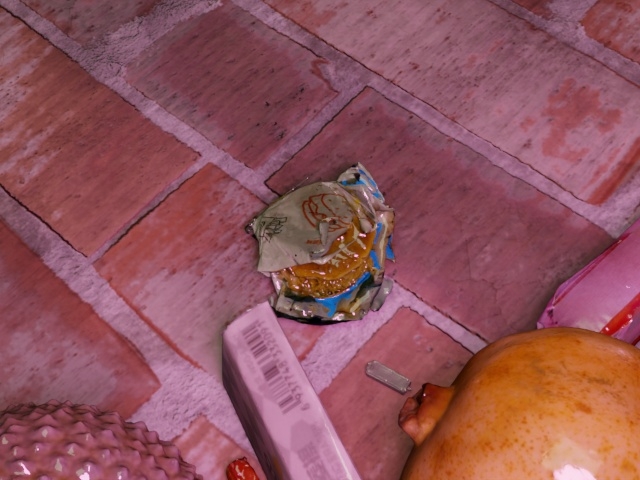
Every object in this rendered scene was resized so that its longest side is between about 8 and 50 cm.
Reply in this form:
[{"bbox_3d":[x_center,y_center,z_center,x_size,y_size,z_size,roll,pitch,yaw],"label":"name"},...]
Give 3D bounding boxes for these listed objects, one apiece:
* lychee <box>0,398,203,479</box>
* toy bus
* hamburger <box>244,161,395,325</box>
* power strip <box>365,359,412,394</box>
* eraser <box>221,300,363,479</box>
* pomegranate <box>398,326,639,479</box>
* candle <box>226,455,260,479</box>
[{"bbox_3d":[-0.339,0.402,1.131,0.431,0.380,0.381,7,58,-12],"label":"lychee"},{"bbox_3d":[0.459,0.093,1.352,0.302,0.147,0.127,-38,57,-17],"label":"toy bus"},{"bbox_3d":[0.005,0.001,1.448,0.260,0.150,0.276,-14,59,0],"label":"hamburger"},{"bbox_3d":[0.110,0.220,1.381,0.083,0.017,0.027,27,67,21],"label":"power strip"},{"bbox_3d":[-0.031,0.306,1.241,0.082,0.213,0.397,-20,58,-19],"label":"eraser"},{"bbox_3d":[0.274,0.304,1.085,0.416,0.417,0.417,-3,59,4],"label":"pomegranate"},{"bbox_3d":[-0.096,0.398,1.280,0.053,0.048,0.162,-40,61,16],"label":"candle"}]
